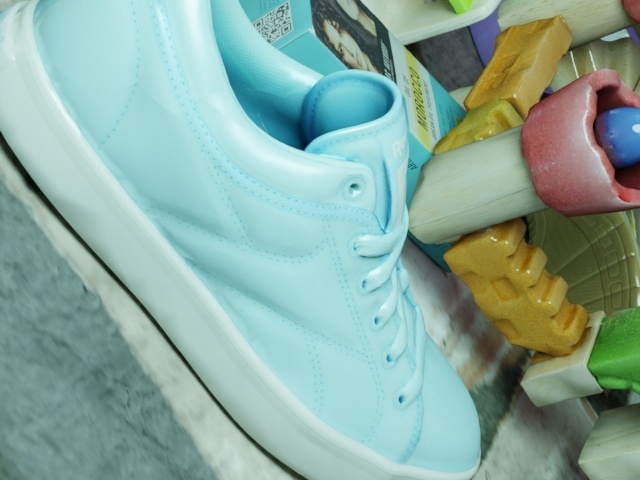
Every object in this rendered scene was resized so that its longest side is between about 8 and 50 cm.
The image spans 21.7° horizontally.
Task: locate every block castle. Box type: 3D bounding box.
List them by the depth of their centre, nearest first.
[{"bbox_3d":[0.286,0.022,1.144,0.453,0.213,0.303,53,42,-21],"label":"block castle"}]

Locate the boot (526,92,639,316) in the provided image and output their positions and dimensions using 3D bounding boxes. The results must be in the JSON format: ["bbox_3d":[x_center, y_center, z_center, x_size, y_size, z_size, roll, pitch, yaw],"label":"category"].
[{"bbox_3d":[0.243,0.023,1.386,0.203,0.095,0.262,34,32,-49],"label":"boot"}]

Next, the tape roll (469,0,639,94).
[{"bbox_3d":[0.247,-0.162,1.607,0.275,0.090,0.275,44,29,-32],"label":"tape roll"}]

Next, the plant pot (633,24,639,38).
[{"bbox_3d":[0.359,-0.352,1.920,0.254,0.237,0.237,22,42,-35],"label":"plant pot"}]

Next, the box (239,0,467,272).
[{"bbox_3d":[0.038,-0.087,1.127,0.244,0.060,0.100,41,30,-38],"label":"box"}]

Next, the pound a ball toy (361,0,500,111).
[{"bbox_3d":[0.093,-0.238,1.305,0.208,0.136,0.319,56,38,-32],"label":"pound a ball toy"}]

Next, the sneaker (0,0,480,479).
[{"bbox_3d":[0.000,0.000,0.835,0.366,0.150,0.135,46,28,-30],"label":"sneaker"}]
